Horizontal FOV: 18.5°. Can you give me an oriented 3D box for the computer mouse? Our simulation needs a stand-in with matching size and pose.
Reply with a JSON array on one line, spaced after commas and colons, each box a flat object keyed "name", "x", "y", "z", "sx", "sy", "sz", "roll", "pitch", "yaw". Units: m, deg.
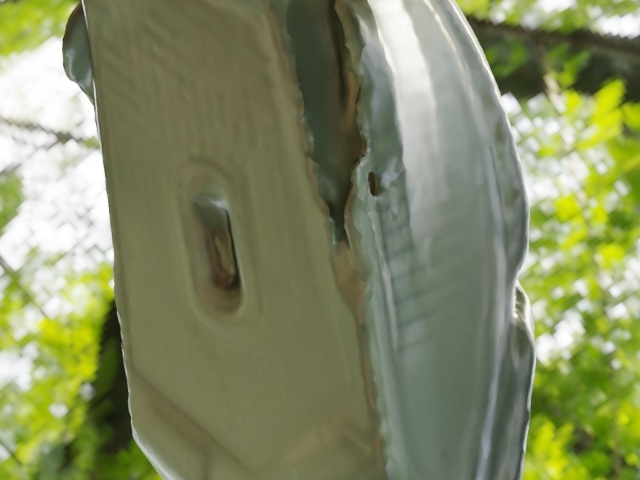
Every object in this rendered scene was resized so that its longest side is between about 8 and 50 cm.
[{"name": "computer mouse", "x": 0.003, "y": 0.002, "z": 0.943, "sx": 0.145, "sy": 0.429, "sz": 0.228, "roll": -16, "pitch": -168, "yaw": -40}]
